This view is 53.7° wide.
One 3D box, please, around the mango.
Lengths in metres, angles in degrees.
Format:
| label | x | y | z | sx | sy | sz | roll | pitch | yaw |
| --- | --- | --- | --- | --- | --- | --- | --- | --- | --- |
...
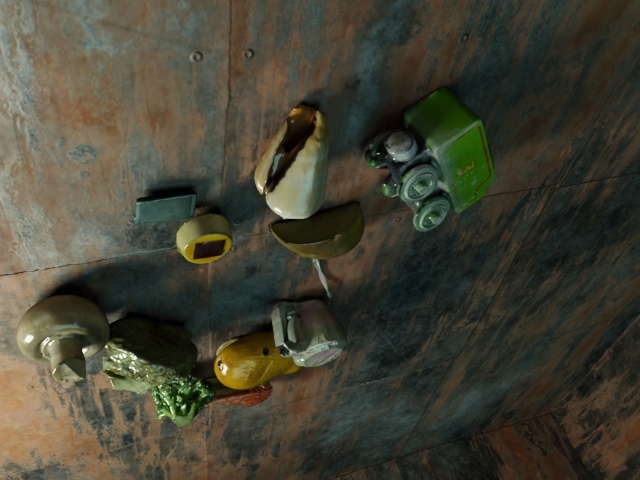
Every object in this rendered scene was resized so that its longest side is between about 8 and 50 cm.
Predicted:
| label | x | y | z | sx | sy | sz | roll | pitch | yaw |
| --- | --- | --- | --- | --- | --- | --- | --- | --- | --- |
| mango | -0.176 | 0.348 | 1.872 | 0.295 | 0.120 | 0.177 | -7 | 129 | -37 |

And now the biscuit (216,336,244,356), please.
| label | x | y | z | sx | sy | sz | roll | pitch | yaw |
| --- | --- | --- | --- | --- | --- | --- | --- | --- | --- |
| biscuit | -0.256 | 0.327 | 1.906 | 0.120 | 0.015 | 0.120 | -16 | 144 | -12 |

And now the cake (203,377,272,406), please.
| label | x | y | z | sx | sy | sz | roll | pitch | yaw |
| --- | --- | --- | --- | --- | --- | --- | --- | --- | --- |
| cake | -0.276 | 0.493 | 2.045 | 0.221 | 0.086 | 0.116 | -6 | 138 | -25 |

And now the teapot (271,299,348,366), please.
| label | x | y | z | sx | sy | sz | roll | pitch | yaw |
| --- | --- | --- | --- | --- | --- | --- | --- | --- | --- |
| teapot | -0.047 | 0.264 | 1.817 | 0.222 | 0.178 | 0.163 | -9 | 148 | -23 |

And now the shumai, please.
| label | x | y | z | sx | sy | sz | roll | pitch | yaw |
| --- | --- | --- | --- | --- | --- | --- | --- | --- | --- |
| shumai | -0.461 | 0.317 | 1.634 | 0.256 | 0.189 | 0.218 | 24 | 121 | -40 |

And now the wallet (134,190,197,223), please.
| label | x | y | z | sx | sy | sz | roll | pitch | yaw |
| --- | --- | --- | --- | --- | --- | --- | --- | --- | --- |
| wallet | -0.331 | -0.071 | 1.349 | 0.129 | 0.026 | 0.088 | -9 | 148 | -23 |

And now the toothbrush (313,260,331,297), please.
| label | x | y | z | sx | sy | sz | roll | pitch | yaw |
| --- | --- | --- | --- | --- | --- | --- | --- | --- | --- |
| toothbrush | 0.007 | 0.106 | 1.769 | 0.017 | 0.022 | 0.204 | -23 | 144 | -2 |

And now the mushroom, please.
| label | x | y | z | sx | sy | sz | roll | pitch | yaw |
| --- | --- | --- | --- | --- | --- | --- | --- | --- | --- |
| mushroom | -0.583 | 0.231 | 1.445 | 0.204 | 0.204 | 0.204 | -15 | 143 | -12 |

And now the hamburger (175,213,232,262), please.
| label | x | y | z | sx | sy | sz | roll | pitch | yaw |
| --- | --- | --- | --- | --- | --- | --- | --- | --- | --- |
| hamburger | -0.262 | -0.006 | 1.420 | 0.127 | 0.081 | 0.141 | -18 | 148 | -13 |

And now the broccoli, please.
| label | x | y | z | sx | sy | sz | roll | pitch | yaw |
| --- | --- | --- | --- | --- | --- | --- | --- | --- | --- |
| broccoli | -0.408 | 0.470 | 1.883 | 0.196 | 0.156 | 0.195 | -16 | 137 | -16 |

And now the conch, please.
| label | x | y | z | sx | sy | sz | roll | pitch | yaw |
| --- | --- | --- | --- | --- | --- | --- | --- | --- | --- |
| conch | -0.048 | -0.162 | 1.343 | 0.158 | 0.127 | 0.255 | 19 | 108 | -7 |

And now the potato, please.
| label | x | y | z | sx | sy | sz | roll | pitch | yaw |
| --- | --- | --- | --- | --- | --- | --- | --- | --- | --- |
| potato | 0.000 | 0.000 | 1.570 | 0.243 | 0.098 | 0.138 | -15 | 145 | -10 |

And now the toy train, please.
| label | x | y | z | sx | sy | sz | roll | pitch | yaw |
| --- | --- | --- | --- | --- | --- | --- | --- | --- | --- |
| toy train | 0.258 | -0.174 | 1.443 | 0.249 | 0.173 | 0.307 | -35 | 143 | 0 |
